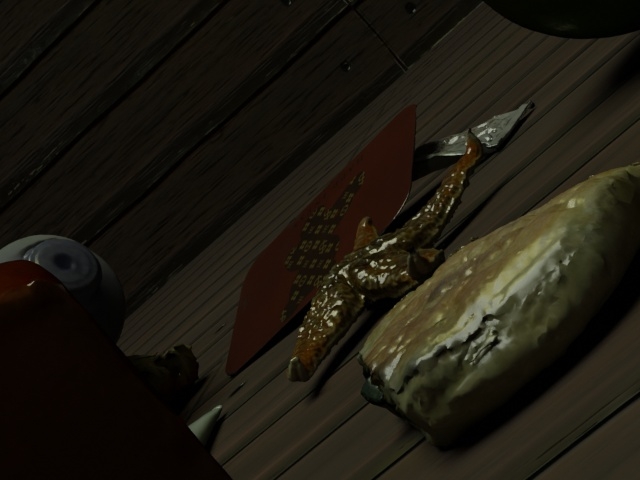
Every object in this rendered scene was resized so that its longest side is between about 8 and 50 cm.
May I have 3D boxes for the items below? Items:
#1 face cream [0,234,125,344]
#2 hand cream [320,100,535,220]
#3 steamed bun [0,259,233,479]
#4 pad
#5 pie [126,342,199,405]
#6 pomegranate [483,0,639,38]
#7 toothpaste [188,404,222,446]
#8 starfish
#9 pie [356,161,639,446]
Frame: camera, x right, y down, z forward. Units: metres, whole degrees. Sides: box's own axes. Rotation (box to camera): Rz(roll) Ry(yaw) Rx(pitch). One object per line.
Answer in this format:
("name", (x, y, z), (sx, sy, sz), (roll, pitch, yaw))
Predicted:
("face cream", (-0.302, 0.146, 1.701), (0.420, 0.137, 0.235), (-56, 2, 44))
("hand cream", (0.081, -0.053, 1.618), (0.257, 0.050, 0.084), (-34, 6, 38))
("steamed bun", (-0.228, 0.195, 0.840), (0.379, 0.235, 0.248), (-46, 9, -36))
("pad", (0.000, 0.000, 1.613), (0.267, 0.004, 0.181), (-45, 20, 31))
("pie", (-0.256, 0.210, 1.747), (0.308, 0.085, 0.308), (-43, 6, 6))
("pomegranate", (0.253, -0.266, 1.313), (0.310, 0.216, 0.358), (-43, 35, -9))
("toothpaste", (-0.106, 0.162, 1.354), (0.052, 0.033, 0.218), (-43, 1, 6))
("starfish", (0.050, 0.019, 1.284), (0.138, 0.050, 0.247), (-39, 13, 29))
("pie", (0.094, 0.022, 0.884), (0.185, 0.052, 0.218), (-44, 3, 0))
